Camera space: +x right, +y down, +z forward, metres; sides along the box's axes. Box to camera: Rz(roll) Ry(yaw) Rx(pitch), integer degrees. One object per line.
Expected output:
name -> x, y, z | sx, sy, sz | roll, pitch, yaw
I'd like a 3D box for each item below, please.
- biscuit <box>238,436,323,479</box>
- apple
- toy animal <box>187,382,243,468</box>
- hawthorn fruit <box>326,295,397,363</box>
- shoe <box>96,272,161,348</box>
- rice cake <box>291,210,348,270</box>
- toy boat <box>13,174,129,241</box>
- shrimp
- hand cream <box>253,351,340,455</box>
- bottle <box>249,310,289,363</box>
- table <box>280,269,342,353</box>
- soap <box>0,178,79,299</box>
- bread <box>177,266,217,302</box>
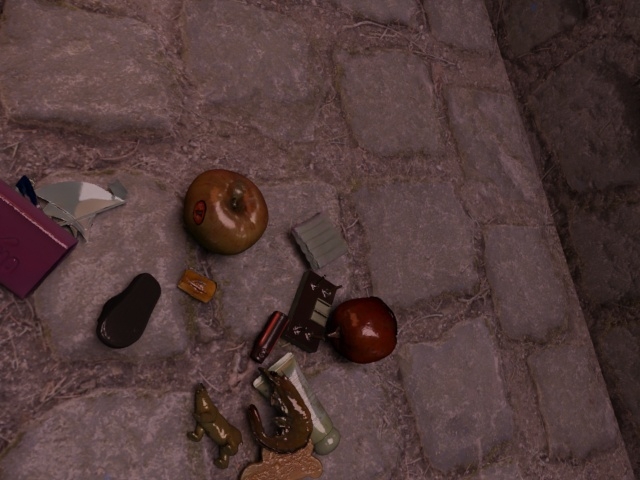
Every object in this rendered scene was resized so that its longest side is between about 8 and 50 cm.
biscuit -> -0.116, 0.634, 1.403 | 0.234, 0.030, 0.153 | -19, 87, -21
apple -> -0.277, -0.082, 1.467 | 0.261, 0.194, 0.260 | 14, 65, -31
toy animal -> -0.284, 0.493, 1.341 | 0.218, 0.103, 0.101 | 49, 35, -8
hawthorn fruit -> 0.127, 0.292, 1.612 | 0.250, 0.215, 0.215 | 3, 73, -38
shoe -> -0.504, 0.187, 1.295 | 0.108, 0.093, 0.241 | 57, 29, -26
rice cake -> 0.000, 0.000, 1.702 | 0.189, 0.037, 0.198 | 57, 38, -6
toy boat -> -0.639, -0.063, 1.293 | 0.292, 0.070, 0.210 | -1, 79, -38
shrimp -> -0.127, 0.481, 1.408 | 0.173, 0.058, 0.253 | -38, 80, -14
hand cream -> -0.056, 0.495, 1.485 | 0.147, 0.093, 0.305 | -37, 95, -22
bottle -> -0.155, 0.292, 1.506 | 0.060, 0.060, 0.164 | 41, 56, -16
table -> -0.016, 0.219, 1.594 | 0.122, 0.111, 0.240 | 33, 58, -21
soap -> -0.724, -0.010, 1.153 | 0.181, 0.081, 0.259 | -44, 105, 7
bread -> -0.349, 0.129, 1.434 | 0.106, 0.053, 0.072 | 33, 55, -15
